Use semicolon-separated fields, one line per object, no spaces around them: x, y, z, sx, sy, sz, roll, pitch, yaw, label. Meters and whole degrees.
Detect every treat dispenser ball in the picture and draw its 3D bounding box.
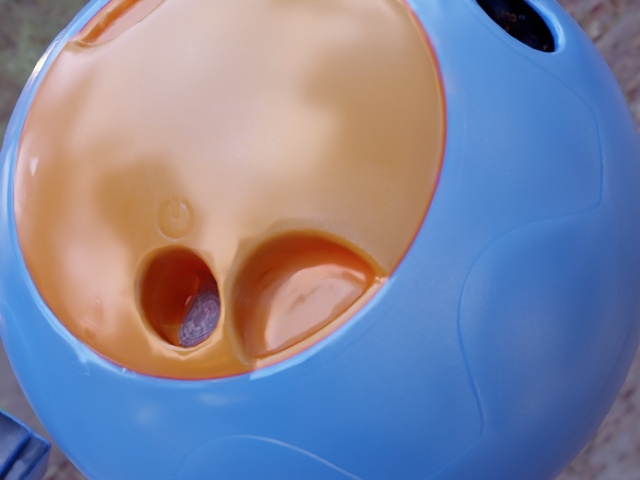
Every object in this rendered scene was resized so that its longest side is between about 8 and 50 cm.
0.000;0.000;0.805;0.288;0.288;0.288;-41;17;15;treat dispenser ball

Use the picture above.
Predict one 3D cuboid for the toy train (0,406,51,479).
-0.206;0.081;0.826;0.080;0.184;0.105;-54;-3;-25;toy train
